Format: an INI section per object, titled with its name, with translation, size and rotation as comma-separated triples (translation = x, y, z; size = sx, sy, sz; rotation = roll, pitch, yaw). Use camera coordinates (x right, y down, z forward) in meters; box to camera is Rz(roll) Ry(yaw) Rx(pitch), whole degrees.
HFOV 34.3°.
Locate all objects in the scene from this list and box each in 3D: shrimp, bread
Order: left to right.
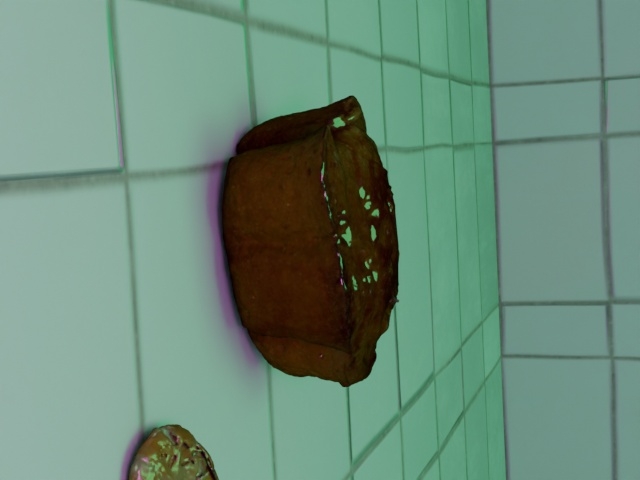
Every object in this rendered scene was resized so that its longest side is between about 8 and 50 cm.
[shrimp]
translation = -0.096, 0.207, 0.766
size = 0.184, 0.043, 0.091
rotation = 62, 39, -42
[bread]
translation = 0.004, 0.002, 0.927
size = 0.232, 0.135, 0.247
rotation = -54, 139, -62
